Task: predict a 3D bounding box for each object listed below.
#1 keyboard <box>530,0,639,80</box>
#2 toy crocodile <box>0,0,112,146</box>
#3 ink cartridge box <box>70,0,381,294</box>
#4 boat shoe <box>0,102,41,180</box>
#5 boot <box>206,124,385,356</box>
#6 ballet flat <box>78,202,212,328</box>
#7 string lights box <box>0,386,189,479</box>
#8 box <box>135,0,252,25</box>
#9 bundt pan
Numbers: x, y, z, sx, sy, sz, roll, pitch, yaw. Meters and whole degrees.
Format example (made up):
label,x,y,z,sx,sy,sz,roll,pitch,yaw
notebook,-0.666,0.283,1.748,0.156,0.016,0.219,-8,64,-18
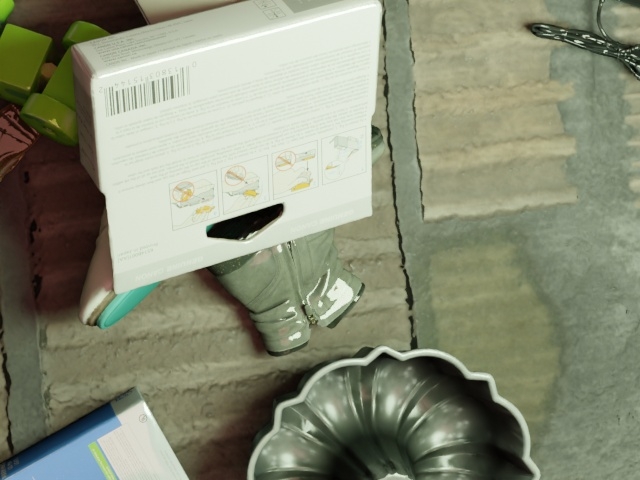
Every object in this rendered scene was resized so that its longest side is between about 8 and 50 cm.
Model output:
label,x,y,z,sx,sy,sz,roll,pitch,yaw
keyboard,0.317,-0.292,1.777,0.317,0.033,0.201,16,87,-14
toy crocodile,-0.304,-0.176,1.589,0.340,0.105,0.115,26,75,5
ink cartridge box,-0.087,-0.103,1.557,0.296,0.066,0.261,-17,133,-21
boat shoe,-0.331,-0.096,1.643,0.050,0.045,0.135,44,85,-9
boot,0.000,0.000,1.731,0.246,0.083,0.161,-41,115,-3
ballet flat,-0.126,-0.078,1.666,0.400,0.139,0.139,-42,105,-9
string lights box,-0.274,0.281,1.694,0.259,0.077,0.133,-29,103,-8
box,-0.034,-0.305,1.576,0.311,0.148,0.121,-30,84,12
bundt pan,0.066,0.264,1.749,0.331,0.124,0.331,-2,99,-12
